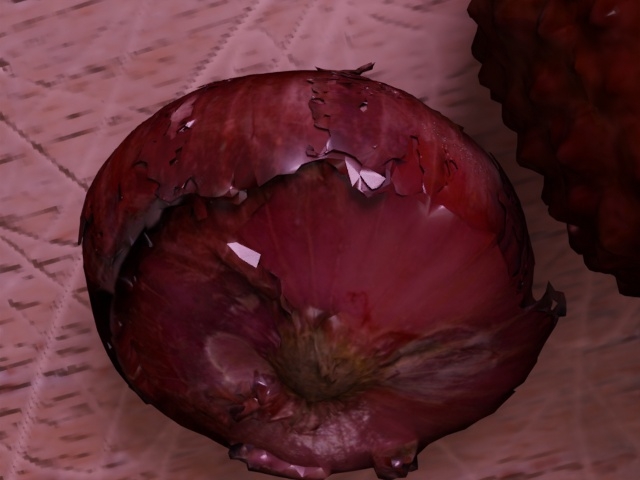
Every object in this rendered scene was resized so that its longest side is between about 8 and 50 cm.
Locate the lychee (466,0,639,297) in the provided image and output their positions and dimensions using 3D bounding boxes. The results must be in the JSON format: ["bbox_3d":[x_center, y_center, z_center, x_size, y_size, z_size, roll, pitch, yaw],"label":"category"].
[{"bbox_3d":[0.175,-0.081,0.484,0.264,0.300,0.264,2,56,-3],"label":"lychee"}]

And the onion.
[{"bbox_3d":[0.000,0.000,0.565,0.184,0.147,0.184,7,142,5],"label":"onion"}]
